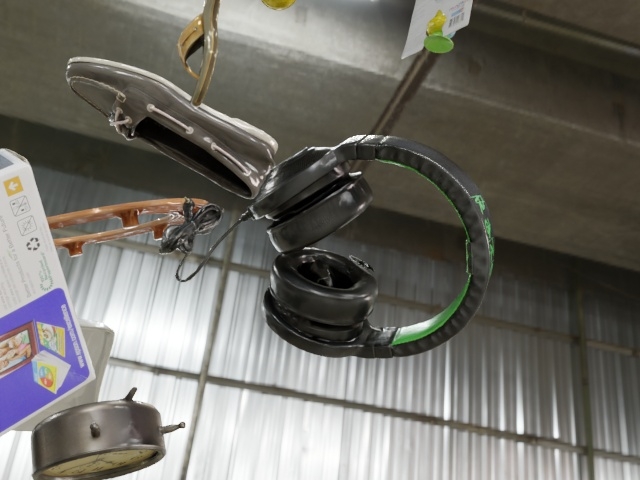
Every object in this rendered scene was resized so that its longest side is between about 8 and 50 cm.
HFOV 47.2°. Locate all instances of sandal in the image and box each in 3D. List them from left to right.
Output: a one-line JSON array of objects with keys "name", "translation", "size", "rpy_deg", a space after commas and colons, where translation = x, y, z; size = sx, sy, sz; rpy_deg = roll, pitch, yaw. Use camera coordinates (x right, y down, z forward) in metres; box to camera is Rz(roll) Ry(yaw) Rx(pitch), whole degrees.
[{"name": "sandal", "translation": [-0.151, -0.252, 0.902], "size": [0.049, 0.180, 0.072], "rpy_deg": [6, 0, -13]}]

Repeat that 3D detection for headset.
[{"name": "headset", "translation": [0.000, 0.000, 0.844], "size": [0.394, 0.185, 0.243], "rpy_deg": [1, -71, 18]}]

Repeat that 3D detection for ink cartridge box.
[{"name": "ink cartridge box", "translation": [-0.277, 0.068, 0.512], "size": [0.045, 0.208, 0.206], "rpy_deg": [23, -49, 36]}]

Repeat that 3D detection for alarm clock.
[{"name": "alarm clock", "translation": [-0.240, 0.213, 0.755], "size": [0.192, 0.064, 0.129], "rpy_deg": [-35, -32, 30]}]

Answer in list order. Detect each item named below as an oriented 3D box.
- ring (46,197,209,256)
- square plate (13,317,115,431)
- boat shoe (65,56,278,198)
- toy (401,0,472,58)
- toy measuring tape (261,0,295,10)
[{"name": "ring", "translation": [-0.325, -0.010, 1.070], "size": [0.337, 0.032, 0.336], "rpy_deg": [-12, -4, -1]}, {"name": "square plate", "translation": [-0.519, 0.202, 1.155], "size": [0.344, 0.049, 0.347], "rpy_deg": [9, -42, -18]}, {"name": "boat shoe", "translation": [-0.223, -0.164, 1.086], "size": [0.335, 0.095, 0.112], "rpy_deg": [22, -20, -17]}, {"name": "toy", "translation": [0.201, -0.377, 1.077], "size": [0.056, 0.237, 0.137], "rpy_deg": [29, -24, -27]}, {"name": "toy measuring tape", "translation": [-0.084, -0.377, 0.671], "size": [0.121, 0.121, 0.330], "rpy_deg": [-5, -70, 21]}]
